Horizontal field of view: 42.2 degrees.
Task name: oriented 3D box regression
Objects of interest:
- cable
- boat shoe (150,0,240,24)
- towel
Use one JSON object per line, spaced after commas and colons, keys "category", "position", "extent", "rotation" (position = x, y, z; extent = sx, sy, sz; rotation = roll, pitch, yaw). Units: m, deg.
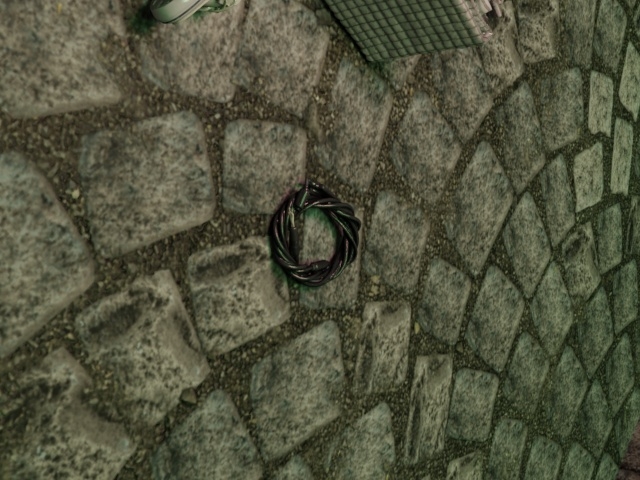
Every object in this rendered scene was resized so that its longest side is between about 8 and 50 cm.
{"category": "cable", "position": [0.000, 0.000, 1.302], "extent": [0.184, 0.047, 0.151], "rotation": [44, 63, -43]}
{"category": "boat shoe", "position": [-0.130, -0.338, 1.086], "extent": [0.226, 0.083, 0.076], "rotation": [-54, 130, -31]}
{"category": "towel", "position": [0.125, -0.412, 1.259], "extent": [0.283, 0.235, 0.121], "rotation": [44, 57, -42]}
